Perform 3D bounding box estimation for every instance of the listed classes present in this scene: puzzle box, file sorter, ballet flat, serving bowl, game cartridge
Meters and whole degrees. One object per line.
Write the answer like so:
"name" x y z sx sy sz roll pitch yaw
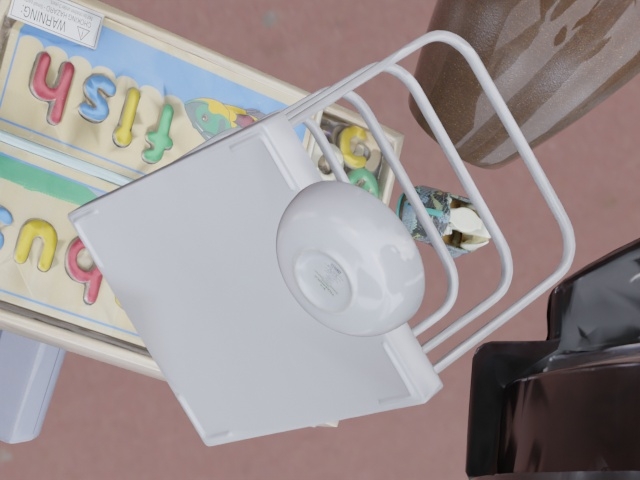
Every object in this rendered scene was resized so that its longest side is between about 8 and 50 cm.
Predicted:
"puzzle box" -0.127 -0.026 1.588 0.409 0.272 0.052 20 167 -33
"file sorter" 0.000 0.000 1.293 0.173 0.192 0.278 -34 -172 -33
"ballet flat" 0.140 -0.015 1.972 0.070 0.070 0.188 -39 161 19
"serving bowl" 0.009 0.013 0.945 0.027 0.083 0.083 -38 154 -42
"game cartridge" -0.337 0.044 1.759 0.060 0.294 0.196 -7 127 -52

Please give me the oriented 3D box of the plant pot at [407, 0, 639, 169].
"plant pot" 0.183 -0.179 1.677 0.215 0.215 0.230 15 124 -34

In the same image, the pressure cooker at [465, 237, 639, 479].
"pressure cooker" 0.229 0.180 0.645 0.370 0.420 0.375 6 170 -23
